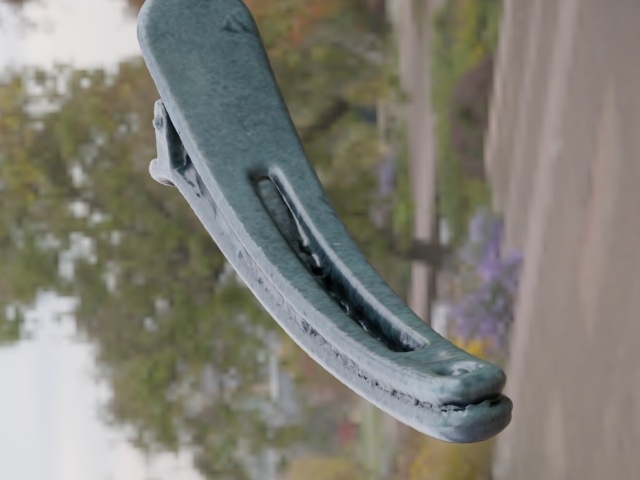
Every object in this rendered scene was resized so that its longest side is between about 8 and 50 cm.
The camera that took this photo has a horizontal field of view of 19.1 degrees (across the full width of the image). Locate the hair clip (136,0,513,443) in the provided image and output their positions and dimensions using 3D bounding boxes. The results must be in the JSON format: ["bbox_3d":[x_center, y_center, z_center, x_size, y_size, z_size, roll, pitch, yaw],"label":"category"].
[{"bbox_3d":[0.000,0.000,0.607,0.275,0.048,0.083,-130,36,-55],"label":"hair clip"}]
